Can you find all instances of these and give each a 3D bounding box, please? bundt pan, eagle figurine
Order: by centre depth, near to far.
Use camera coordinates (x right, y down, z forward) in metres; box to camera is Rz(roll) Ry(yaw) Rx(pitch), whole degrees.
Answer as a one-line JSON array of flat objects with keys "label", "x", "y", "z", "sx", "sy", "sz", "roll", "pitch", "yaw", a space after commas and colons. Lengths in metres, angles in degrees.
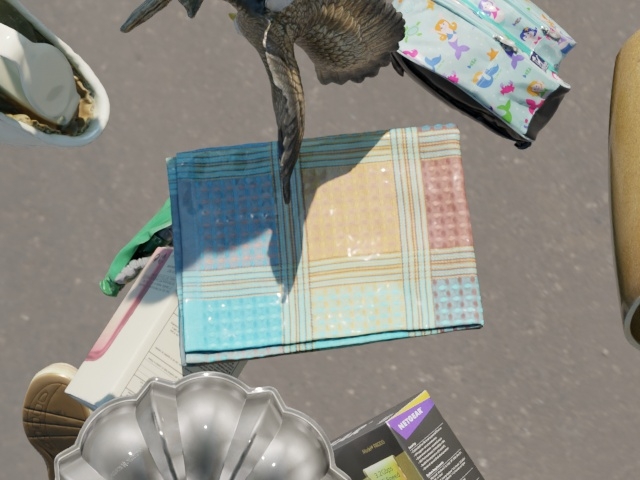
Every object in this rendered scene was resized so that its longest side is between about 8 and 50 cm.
[{"label": "bundt pan", "x": -0.121, "y": 0.291, "z": 1.224, "sx": 0.331, "sy": 0.124, "sz": 0.331, "roll": 0, "pitch": 83, "yaw": -4}, {"label": "eagle figurine", "x": -0.036, "y": -0.217, "z": 1.377, "sx": 0.226, "sy": 0.298, "sz": 0.225, "roll": -32, "pitch": 30, "yaw": 18}]

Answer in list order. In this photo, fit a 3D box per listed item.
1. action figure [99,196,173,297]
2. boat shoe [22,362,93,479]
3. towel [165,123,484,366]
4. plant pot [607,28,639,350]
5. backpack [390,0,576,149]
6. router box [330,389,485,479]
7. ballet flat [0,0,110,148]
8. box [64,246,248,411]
[{"label": "action figure", "x": -0.237, "y": 0.000, "z": 1.784, "sx": 0.232, "sy": 0.063, "sz": 0.137, "roll": -44, "pitch": 10, "yaw": 21}, {"label": "boat shoe", "x": -0.352, "y": 0.270, "z": 1.807, "sx": 0.109, "sy": 0.302, "sz": 0.098, "roll": 6, "pitch": 44, "yaw": 11}, {"label": "towel", "x": 0.000, "y": 0.000, "z": 1.522, "sx": 0.370, "sy": 0.040, "sz": 0.271, "roll": -7, "pitch": 76, "yaw": 2}, {"label": "plant pot", "x": 0.342, "y": -0.064, "z": 1.056, "sx": 0.237, "sy": 0.237, "sz": 0.254, "roll": -23, "pitch": 58, "yaw": 23}, {"label": "backpack", "x": 0.206, "y": -0.265, "z": 1.707, "sx": 0.191, "sy": 0.253, "sz": 0.225, "roll": -62, "pitch": 17, "yaw": 12}, {"label": "router box", "x": 0.067, "y": 0.333, "z": 1.380, "sx": 0.309, "sy": 0.081, "sz": 0.243, "roll": -38, "pitch": 85, "yaw": 44}, {"label": "ballet flat", "x": -0.292, "y": -0.178, "z": 0.947, "sx": 0.139, "sy": 0.400, "sz": 0.139, "roll": -10, "pitch": 65, "yaw": 23}, {"label": "box", "x": -0.193, "y": 0.145, "z": 1.616, "sx": 0.127, "sy": 0.148, "sz": 0.232, "roll": 9, "pitch": 63, "yaw": 56}]
